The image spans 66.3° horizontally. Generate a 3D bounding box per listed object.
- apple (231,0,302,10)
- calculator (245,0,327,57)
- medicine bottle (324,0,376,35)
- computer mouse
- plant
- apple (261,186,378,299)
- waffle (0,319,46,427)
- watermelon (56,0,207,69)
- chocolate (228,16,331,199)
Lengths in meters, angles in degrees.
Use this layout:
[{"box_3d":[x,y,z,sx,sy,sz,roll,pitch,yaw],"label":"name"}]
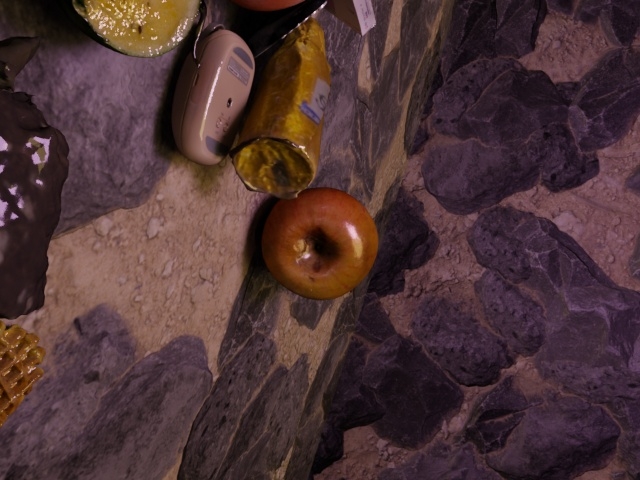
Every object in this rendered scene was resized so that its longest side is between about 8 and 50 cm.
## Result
[{"box_3d":[-0.080,-0.486,0.749,0.206,0.252,0.271,-21,-139,61],"label":"apple"},{"box_3d":[-0.040,-0.430,0.913,0.040,0.268,0.177,47,55,-30],"label":"calculator"},{"box_3d":[0.024,-0.545,1.023,0.052,0.201,0.171,-43,157,-1],"label":"medicine bottle"},{"box_3d":[-0.191,-0.250,0.859,0.145,0.082,0.236,11,95,-71],"label":"computer mouse"},{"box_3d":[-0.345,-0.085,0.415,0.215,0.213,0.312,8,89,-68],"label":"plant"},{"box_3d":[0.000,0.000,1.264,0.275,0.299,0.299,-87,-175,-70],"label":"apple"},{"box_3d":[-0.441,0.187,0.622,0.191,0.038,0.191,-50,149,-45],"label":"waffle"},{"box_3d":[-0.243,-0.334,0.596,0.232,0.127,0.204,-22,125,-62],"label":"watermelon"},{"box_3d":[-0.060,-0.303,0.984,0.162,0.162,0.445,75,20,-55],"label":"chocolate"}]
